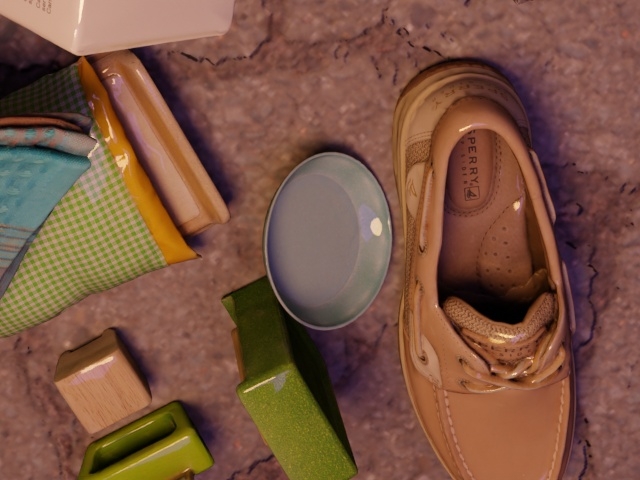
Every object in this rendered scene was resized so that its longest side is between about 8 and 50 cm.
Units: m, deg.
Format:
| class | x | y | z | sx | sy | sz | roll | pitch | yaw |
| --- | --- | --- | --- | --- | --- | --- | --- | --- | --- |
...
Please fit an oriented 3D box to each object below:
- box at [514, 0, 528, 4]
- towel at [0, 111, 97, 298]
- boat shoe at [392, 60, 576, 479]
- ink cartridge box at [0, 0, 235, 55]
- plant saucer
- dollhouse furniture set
| class | x | y | z | sx | sy | sz | roll | pitch | yaw |
| --- | --- | --- | --- | --- | --- | --- | --- | --- | --- |
| box | 0.200 | -0.299 | 1.179 | 0.216 | 0.060 | 0.270 | -12 | 115 | 0 |
| towel | -0.322 | 0.036 | 1.078 | 0.370 | 0.040 | 0.271 | -6 | 141 | -49 |
| boat shoe | 0.112 | 0.053 | 1.301 | 0.121 | 0.110 | 0.341 | -14 | 115 | -1 |
| ink cartridge box | -0.163 | -0.241 | 1.043 | 0.114 | 0.273 | 0.197 | -14 | 123 | -44 |
| plant saucer | 0.000 | 0.000 | 1.283 | 0.119 | 0.021 | 0.119 | -4 | 96 | -45 |
| dollhouse furniture set | -0.137 | 0.048 | 1.245 | 0.197 | 0.151 | 0.301 | -27 | 115 | 6 |
